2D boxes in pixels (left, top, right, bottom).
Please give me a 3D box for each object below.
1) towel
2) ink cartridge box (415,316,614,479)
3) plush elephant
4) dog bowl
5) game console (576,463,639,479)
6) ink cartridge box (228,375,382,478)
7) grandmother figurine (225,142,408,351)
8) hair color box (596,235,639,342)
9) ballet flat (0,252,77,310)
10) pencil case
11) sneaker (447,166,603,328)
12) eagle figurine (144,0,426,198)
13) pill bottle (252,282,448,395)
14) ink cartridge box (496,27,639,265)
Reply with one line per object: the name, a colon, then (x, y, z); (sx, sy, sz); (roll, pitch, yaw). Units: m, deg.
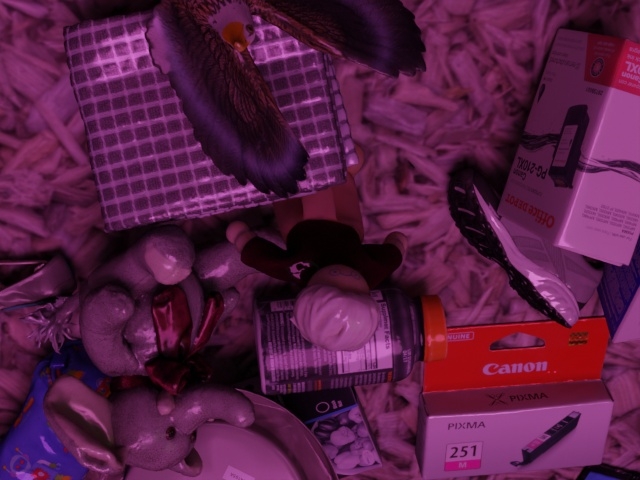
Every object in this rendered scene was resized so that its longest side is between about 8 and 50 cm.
towel: (-0.116, -0.146, 1.271); (0.283, 0.121, 0.235); (-13, 92, 1)
ink cartridge box: (0.280, 0.227, 1.688); (0.275, 0.060, 0.239); (-4, 126, -6)
plush elephant: (-0.185, 0.150, 1.380); (0.330, 0.255, 0.272); (-24, 169, 21)
dog bowl: (-0.137, 0.352, 1.571); (0.348, 0.102, 0.349); (0, 97, 3)
game console: (0.449, 0.431, 1.839); (0.085, 0.124, 0.144); (-2, 129, -40)
ink cartridge box: (-0.039, 0.269, 1.676); (0.208, 0.045, 0.206); (-18, 125, 6)
grandmother figurine: (0.000, 0.000, 1.316); (0.207, 0.342, 0.104); (-5, 125, -6)
hair color box: (0.467, 0.002, 1.456); (0.185, 0.110, 0.339); (-7, 152, -4)
ballet flat: (-0.410, 0.066, 1.477); (0.213, 0.072, 0.068); (-17, 97, 2)
pencil case: (-0.367, 0.272, 1.582); (0.133, 0.119, 0.306); (25, 117, -18)
sneaker: (0.262, -0.006, 1.516); (0.108, 0.100, 0.271); (-49, 117, -6)
eagle figurine: (-0.075, -0.213, 1.139); (0.226, 0.225, 0.298); (-16, 136, 38)
pill bottle: (0.039, 0.125, 1.537); (0.245, 0.130, 0.130); (-5, 125, -5)
ink cartridge box: (0.309, -0.109, 1.351); (0.100, 0.172, 0.237); (14, 100, -17)
